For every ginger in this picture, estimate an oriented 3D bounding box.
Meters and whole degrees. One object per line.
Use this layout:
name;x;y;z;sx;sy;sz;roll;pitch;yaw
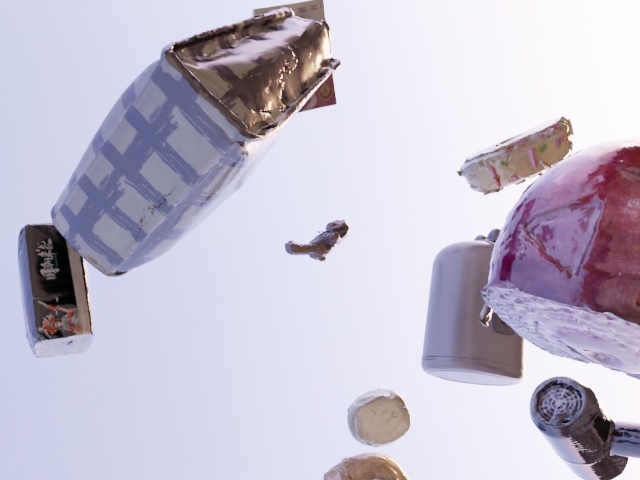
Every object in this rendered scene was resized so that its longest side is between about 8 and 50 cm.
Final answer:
ginger;0.138;0.321;0.677;0.288;0.089;0.075;31;-113;6

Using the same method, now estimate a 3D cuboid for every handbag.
handbag;-0.151;-0.138;0.806;0.162;0.325;0.327;46;-142;-8

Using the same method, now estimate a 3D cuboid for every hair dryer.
hair dryer;0.497;0.282;0.875;0.189;0.352;0.107;47;-127;-34

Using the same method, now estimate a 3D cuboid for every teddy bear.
teddy bear;0.002;0.009;1.435;0.160;0.119;0.078;-25;-87;-9

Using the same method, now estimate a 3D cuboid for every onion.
onion;0.311;0.010;0.614;0.231;0.272;0.256;-57;-35;-10

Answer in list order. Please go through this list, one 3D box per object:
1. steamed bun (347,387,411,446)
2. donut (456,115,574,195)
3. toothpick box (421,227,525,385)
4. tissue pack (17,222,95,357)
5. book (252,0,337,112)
steamed bun;0.120;0.371;1.276;0.129;0.091;0.113;-19;-91;-5
donut;0.292;-0.121;0.903;0.174;0.174;0.068;-29;-83;-43
toothpick box;0.335;0.133;1.285;0.229;0.229;0.317;24;-113;-40
tissue pack;-0.376;0.070;0.864;0.090;0.103;0.170;-4;-113;-29
book;-0.053;-0.396;1.335;0.162;0.022;0.232;-17;-66;-19
